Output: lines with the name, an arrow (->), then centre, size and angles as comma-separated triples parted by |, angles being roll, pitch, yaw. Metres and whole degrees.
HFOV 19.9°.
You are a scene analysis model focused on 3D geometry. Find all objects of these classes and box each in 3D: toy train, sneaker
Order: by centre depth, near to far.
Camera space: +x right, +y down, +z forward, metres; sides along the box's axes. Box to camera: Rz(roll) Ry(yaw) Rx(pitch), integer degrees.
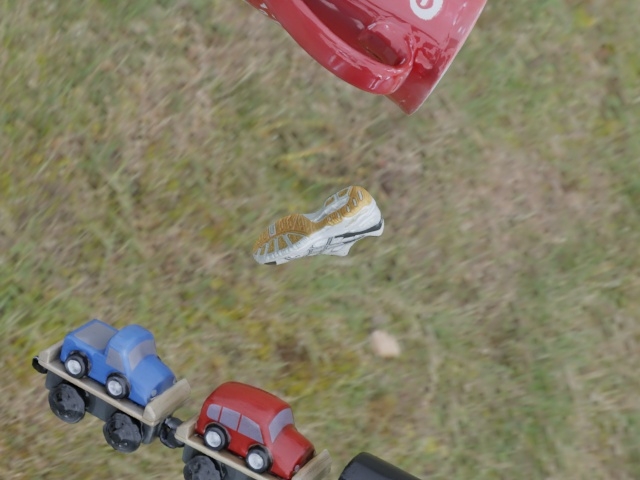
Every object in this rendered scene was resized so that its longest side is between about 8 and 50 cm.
toy train -> -0.024, 0.064, 0.568 | 0.158, 0.036, 0.027 | 24, 29, 20
sneaker -> 0.000, 0.000, 1.099 | 0.037, 0.083, 0.032 | 49, 26, -40

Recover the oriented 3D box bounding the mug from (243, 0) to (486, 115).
mug -> 0.016, -0.170, 1.166 | 0.169, 0.150, 0.113 | 31, 97, -5
